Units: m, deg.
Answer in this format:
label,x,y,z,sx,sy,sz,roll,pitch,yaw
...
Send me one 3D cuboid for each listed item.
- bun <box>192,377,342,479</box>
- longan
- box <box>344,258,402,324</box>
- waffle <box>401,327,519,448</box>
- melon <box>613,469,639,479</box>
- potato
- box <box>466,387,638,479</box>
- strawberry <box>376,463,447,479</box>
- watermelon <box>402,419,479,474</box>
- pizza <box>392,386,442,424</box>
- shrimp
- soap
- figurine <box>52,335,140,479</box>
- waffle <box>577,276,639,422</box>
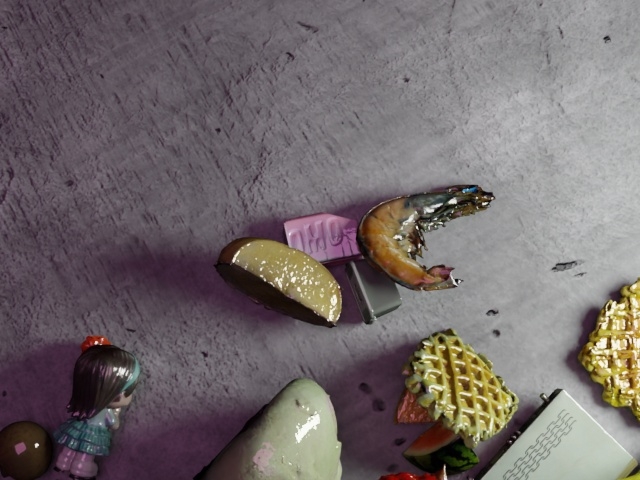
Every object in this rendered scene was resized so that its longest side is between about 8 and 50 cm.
label,x,y,z,sx,sy,sz,roll,pitch,yaw
bun,-0.065,0.375,1.356,0.293,0.293,0.187,-43,84,-7
longan,-0.534,0.380,1.475,0.113,0.092,0.113,0,98,-1
box,0.098,0.087,1.516,0.069,0.084,0.122,-18,76,-11
waffle,0.242,0.250,1.424,0.208,0.054,0.214,49,39,17
melon,0.542,0.431,1.321,0.343,0.331,0.226,-16,40,-6
potato,-0.076,0.070,1.506,0.243,0.138,0.098,33,67,-14
box,0.389,0.413,1.427,0.211,0.045,0.270,43,83,2
strawberry,0.094,0.535,1.306,0.343,0.292,0.292,-25,77,-1
watermelon,0.207,0.358,1.443,0.135,0.125,0.094,-9,59,18
pizza,0.194,0.302,1.486,0.108,0.026,0.123,36,78,2
shrimp,0.216,-0.008,1.501,0.290,0.054,0.222,-20,53,-15
soap,0.000,0.000,1.553,0.149,0.056,0.100,-10,74,1
figurine,-0.413,0.301,1.482,0.137,0.110,0.246,16,84,25
waffle,0.602,0.201,1.474,0.245,0.052,0.254,40,83,10
